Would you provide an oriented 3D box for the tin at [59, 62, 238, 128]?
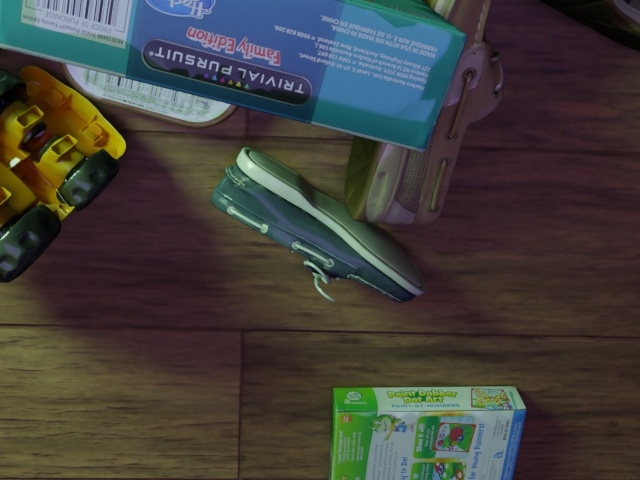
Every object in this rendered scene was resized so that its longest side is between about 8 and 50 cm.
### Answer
[{"bbox_3d":[-0.165,-0.177,0.709,0.190,0.040,0.106,14,111,-11],"label":"tin"}]

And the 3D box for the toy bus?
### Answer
[{"bbox_3d":[-0.324,-0.034,0.705,0.149,0.220,0.211,40,139,-8],"label":"toy bus"}]

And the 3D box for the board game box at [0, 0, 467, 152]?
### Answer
[{"bbox_3d":[-0.057,-0.185,0.543,0.254,0.336,0.079,13,115,-10],"label":"board game box"}]

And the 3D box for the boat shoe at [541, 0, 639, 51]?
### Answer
[{"bbox_3d":[0.272,-0.244,0.670,0.224,0.080,0.073,16,97,-33],"label":"boat shoe"}]

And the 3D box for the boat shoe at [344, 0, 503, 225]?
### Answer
[{"bbox_3d":[0.117,-0.164,0.695,0.110,0.121,0.341,8,126,-13],"label":"boat shoe"}]

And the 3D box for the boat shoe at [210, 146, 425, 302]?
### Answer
[{"bbox_3d":[0.000,0.000,0.776,0.255,0.095,0.079,33,109,-17],"label":"boat shoe"}]

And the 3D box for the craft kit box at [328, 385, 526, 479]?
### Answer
[{"bbox_3d":[0.135,0.312,0.967,0.247,0.061,0.249,-1,117,-6],"label":"craft kit box"}]
